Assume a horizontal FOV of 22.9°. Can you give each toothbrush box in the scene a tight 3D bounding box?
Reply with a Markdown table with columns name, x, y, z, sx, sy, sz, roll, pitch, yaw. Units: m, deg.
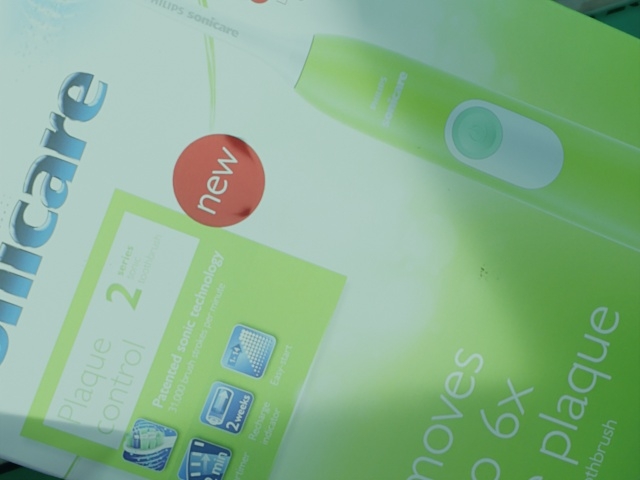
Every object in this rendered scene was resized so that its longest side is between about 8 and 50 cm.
| name | x | y | z | sx | sy | sz | roll | pitch | yaw |
| --- | --- | --- | --- | --- | --- | --- | --- | --- | --- |
| toothbrush box | 0.000 | 0.000 | 0.569 | 0.283 | 0.122 | 0.206 | 22 | 89 | -12 |
